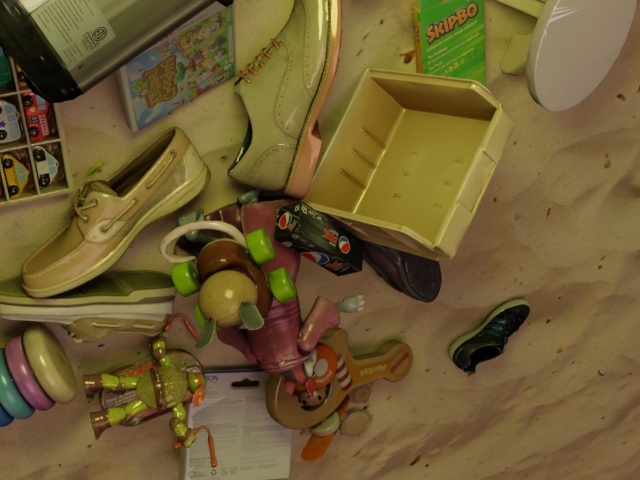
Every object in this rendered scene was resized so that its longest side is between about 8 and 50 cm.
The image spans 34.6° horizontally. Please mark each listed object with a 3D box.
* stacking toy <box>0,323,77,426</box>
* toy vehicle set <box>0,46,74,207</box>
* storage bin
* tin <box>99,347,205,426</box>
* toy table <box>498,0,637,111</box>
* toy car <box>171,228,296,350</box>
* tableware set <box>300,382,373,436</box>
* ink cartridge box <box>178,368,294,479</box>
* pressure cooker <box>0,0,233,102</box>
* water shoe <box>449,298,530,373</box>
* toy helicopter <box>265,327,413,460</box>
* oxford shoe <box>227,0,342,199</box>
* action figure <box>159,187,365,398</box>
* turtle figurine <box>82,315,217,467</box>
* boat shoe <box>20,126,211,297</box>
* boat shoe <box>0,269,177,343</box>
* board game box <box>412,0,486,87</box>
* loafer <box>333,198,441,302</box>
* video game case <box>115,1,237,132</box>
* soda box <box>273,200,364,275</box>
[{"bbox_3d":[-0.567,0.266,1.653,0.330,0.141,0.141,-27,128,-3],"label":"stacking toy"},{"bbox_3d":[-0.462,-0.176,1.487,0.166,0.035,0.267,-15,124,-19],"label":"toy vehicle set"},{"bbox_3d":[0.141,-0.124,1.648,0.123,0.260,0.262,35,77,-42],"label":"storage bin"},{"bbox_3d":[-0.299,0.258,1.819,0.189,0.040,0.106,-20,110,-15],"label":"tin"},{"bbox_3d":[0.403,-0.375,1.740,0.252,0.161,0.274,22,106,-35],"label":"toy table"},{"bbox_3d":[-0.127,0.095,1.500,0.155,0.188,0.149,-24,117,8],"label":"toy car"},{"bbox_3d":[0.038,0.339,2.074,0.168,0.020,0.141,4,114,-28],"label":"tableware set"},{"bbox_3d":[-0.156,0.347,1.943,0.223,0.045,0.224,2,96,-29],"label":"ink cartridge box"},{"bbox_3d":[-0.257,-0.411,1.229,0.420,0.370,0.375,-37,95,-6],"label":"pressure cooker"},{"bbox_3d":[0.365,0.204,2.123,0.203,0.080,0.073,-36,129,-3],"label":"water shoe"},{"bbox_3d":[0.044,0.273,1.957,0.355,0.140,0.235,-9,105,-40],"label":"toy helicopter"},{"bbox_3d":[-0.056,-0.259,1.590,0.146,0.140,0.397,8,106,-9],"label":"oxford shoe"},{"bbox_3d":[-0.076,0.099,1.693,0.248,0.276,0.370,-18,99,11],"label":"action figure"},{"bbox_3d":[-0.281,0.269,1.735,0.217,0.269,0.087,-12,168,-14],"label":"turtle figurine"},{"bbox_3d":[-0.333,-0.048,1.587,0.341,0.121,0.110,-40,128,-14],"label":"boat shoe"},{"bbox_3d":[-0.378,0.114,1.659,0.302,0.113,0.103,1,112,-29],"label":"boat shoe"},{"bbox_3d":[0.223,-0.315,1.762,0.124,0.039,0.259,-20,129,-16],"label":"board game box"},{"bbox_3d":[0.124,0.012,1.891,0.302,0.095,0.109,47,60,-43],"label":"loafer"},{"bbox_3d":[-0.206,-0.262,1.493,0.193,0.023,0.212,-33,162,-17],"label":"video game case"},{"bbox_3d":[0.000,0.000,1.667,0.053,0.060,0.169,-14,148,38],"label":"soda box"}]
